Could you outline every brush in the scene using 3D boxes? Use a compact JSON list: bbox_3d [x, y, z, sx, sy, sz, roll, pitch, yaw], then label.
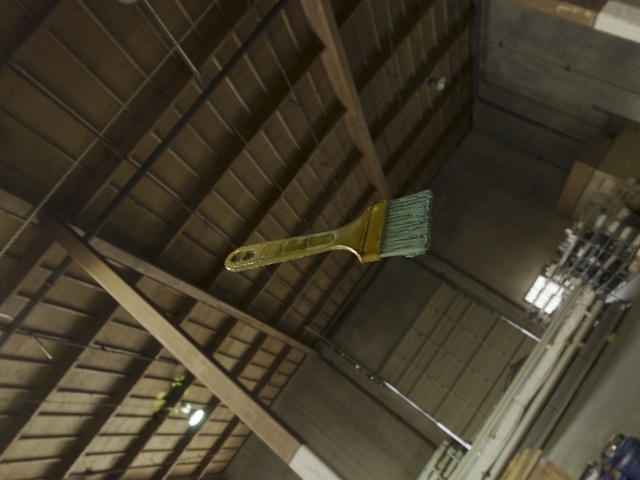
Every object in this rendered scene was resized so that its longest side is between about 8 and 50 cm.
[{"bbox_3d":[0.000,0.000,0.459,0.083,0.218,0.010,-75,-34,-46],"label":"brush"}]
